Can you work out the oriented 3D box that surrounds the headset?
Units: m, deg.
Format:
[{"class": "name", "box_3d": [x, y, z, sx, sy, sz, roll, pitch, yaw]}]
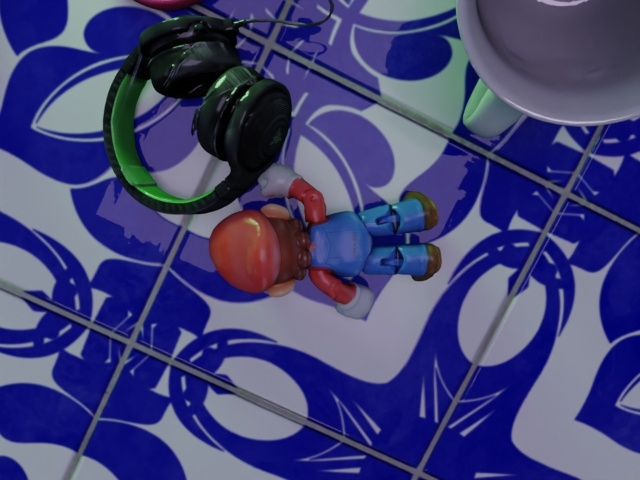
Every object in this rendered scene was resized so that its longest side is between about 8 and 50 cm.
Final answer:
[{"class": "headset", "box_3d": [-0.143, -0.203, 0.740, 0.394, 0.185, 0.243, -42, 79, 17]}]

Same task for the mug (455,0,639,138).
[{"class": "mug", "box_3d": [0.288, -0.290, 0.699, 0.276, 0.328, 0.374, 27, 127, -2]}]

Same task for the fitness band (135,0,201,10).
[{"class": "fitness band", "box_3d": [-0.192, -0.464, 0.795, 0.209, 0.054, 0.291, 38, 95, -6]}]

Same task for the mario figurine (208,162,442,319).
[{"class": "mario figurine", "box_3d": [0.000, 0.000, 0.841, 0.321, 0.170, 0.198, -3, 55, -10]}]
